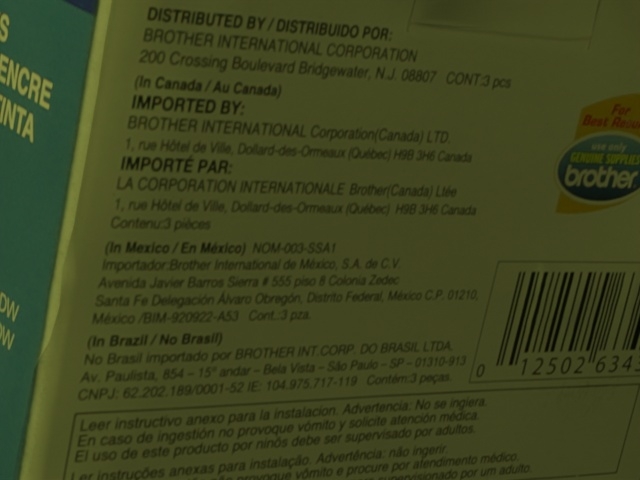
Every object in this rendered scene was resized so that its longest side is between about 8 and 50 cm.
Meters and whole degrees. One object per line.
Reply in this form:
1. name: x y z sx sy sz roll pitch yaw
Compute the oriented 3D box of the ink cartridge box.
1. ink cartridge box: 0.000 0.000 0.621 0.270 0.395 0.151 0 21 -36
